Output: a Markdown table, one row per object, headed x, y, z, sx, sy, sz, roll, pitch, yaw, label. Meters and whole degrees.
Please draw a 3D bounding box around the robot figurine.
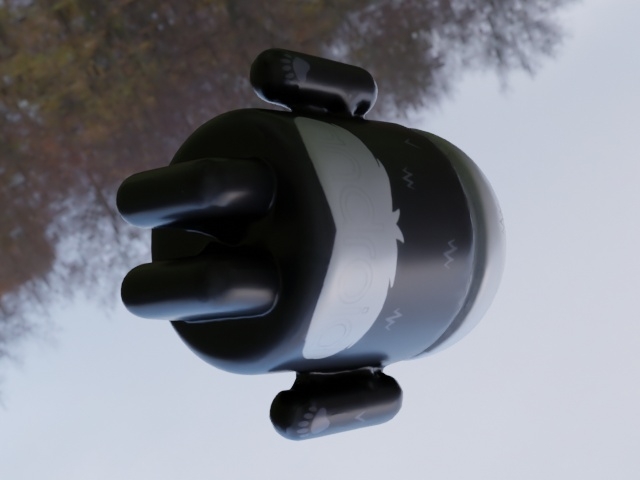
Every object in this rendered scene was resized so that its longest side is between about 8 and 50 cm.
| x | y | z | sx | sy | sz | roll | pitch | yaw | label |
| --- | --- | --- | --- | --- | --- | --- | --- | --- | --- |
| -0.002 | 0.002 | 0.900 | 0.278 | 0.209 | 0.173 | 1 | -147 | -46 | robot figurine |
